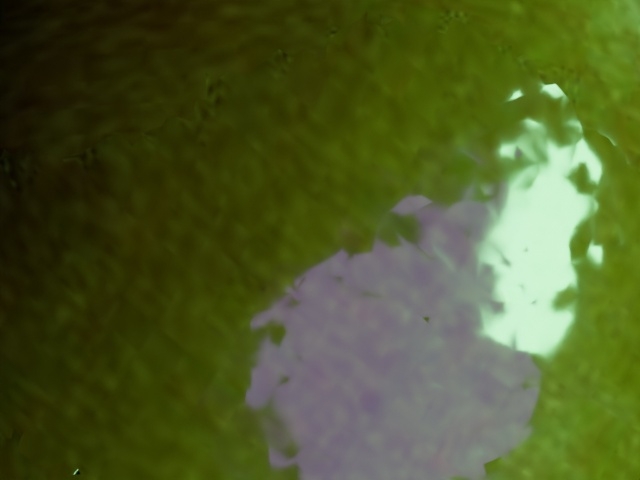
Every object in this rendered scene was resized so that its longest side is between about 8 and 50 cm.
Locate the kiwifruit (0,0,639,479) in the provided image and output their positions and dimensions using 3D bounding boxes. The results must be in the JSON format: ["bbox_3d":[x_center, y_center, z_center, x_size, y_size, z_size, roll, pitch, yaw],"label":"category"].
[{"bbox_3d":[0.000,0.000,0.427,0.196,0.196,0.234,26,77,-25],"label":"kiwifruit"}]
